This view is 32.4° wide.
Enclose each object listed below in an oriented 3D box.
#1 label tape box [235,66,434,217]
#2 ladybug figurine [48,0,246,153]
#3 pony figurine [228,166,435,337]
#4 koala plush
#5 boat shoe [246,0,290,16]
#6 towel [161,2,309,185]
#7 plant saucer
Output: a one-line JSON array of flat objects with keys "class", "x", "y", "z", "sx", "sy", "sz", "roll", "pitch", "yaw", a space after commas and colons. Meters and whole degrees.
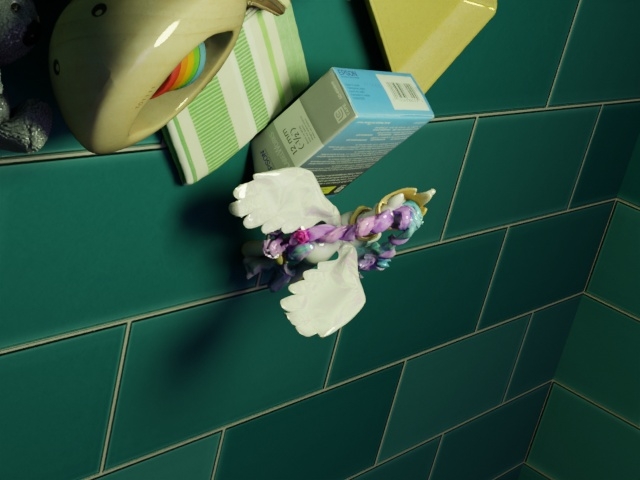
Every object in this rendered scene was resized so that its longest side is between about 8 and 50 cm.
[{"class": "label tape box", "x": 0.006, "y": -0.179, "z": 2.071, "sx": 0.348, "sy": 0.115, "sz": 0.249, "roll": -36, "pitch": 163, "yaw": 35}, {"class": "ladybug figurine", "x": -0.248, "y": -0.274, "z": 1.552, "sx": 0.305, "sy": 0.162, "sz": 0.449, "roll": -49, "pitch": -179, "yaw": 14}, {"class": "pony figurine", "x": 0.000, "y": 0.000, "z": 2.009, "sx": 0.351, "sy": 0.363, "sz": 0.302, "roll": -24, "pitch": 92, "yaw": -29}, {"class": "koala plush", "x": -0.442, "y": -0.256, "z": 1.427, "sx": 0.196, "sy": 0.203, "sz": 0.221, "roll": 61, "pitch": 42, "yaw": -61}, {"class": "boat shoe", "x": -0.158, "y": -0.403, "z": 1.751, "sx": 0.257, "sy": 0.095, "sz": 0.095, "roll": 21, "pitch": 100, "yaw": -45}, {"class": "towel", "x": -0.151, "y": -0.268, "z": 1.904, "sx": 0.325, "sy": 0.038, "sz": 0.248, "roll": -46, "pitch": 145, "yaw": -25}, {"class": "plant saucer", "x": 0.205, "y": -0.482, "z": 2.181, "sx": 0.332, "sy": 0.081, "sz": 0.333, "roll": -49, "pitch": 145, "yaw": -19}]
